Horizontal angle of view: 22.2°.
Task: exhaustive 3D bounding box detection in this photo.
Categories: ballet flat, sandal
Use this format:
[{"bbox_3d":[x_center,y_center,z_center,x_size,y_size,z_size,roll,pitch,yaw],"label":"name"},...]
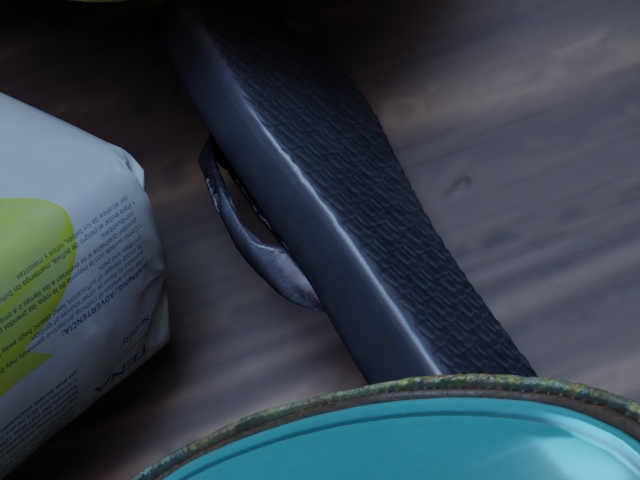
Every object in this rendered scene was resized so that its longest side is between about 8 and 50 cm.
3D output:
[{"bbox_3d":[-0.043,0.134,0.502,0.348,0.123,0.123,-23,60,11],"label":"ballet flat"},{"bbox_3d":[0.000,0.000,0.581,0.054,0.097,0.254,-44,57,22],"label":"sandal"}]

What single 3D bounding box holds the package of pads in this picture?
[{"bbox_3d":[-0.228,0.010,0.579,0.296,0.101,0.229,25,46,29],"label":"package of pads"}]
